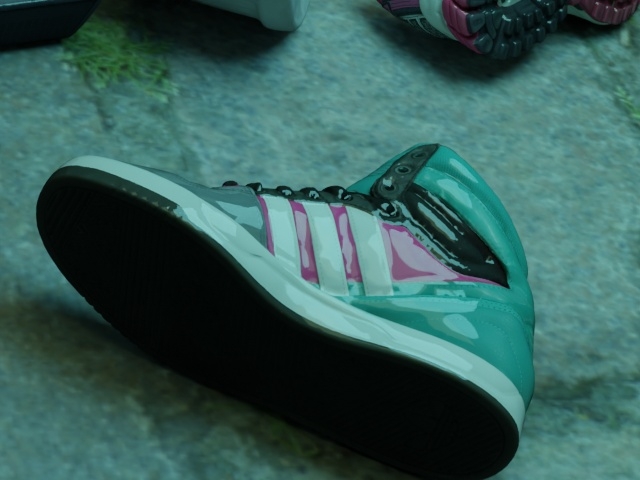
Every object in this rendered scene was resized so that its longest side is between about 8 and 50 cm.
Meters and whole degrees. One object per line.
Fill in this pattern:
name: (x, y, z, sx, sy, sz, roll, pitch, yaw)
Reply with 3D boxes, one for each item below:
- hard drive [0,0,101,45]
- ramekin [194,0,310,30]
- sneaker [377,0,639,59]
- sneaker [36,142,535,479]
hard drive: (-0.277, -0.213, 1.328, 0.172, 0.054, 0.255, -13, 48, -36)
ramekin: (-0.062, -0.286, 1.354, 0.127, 0.273, 0.273, 7, 37, 5)
sneaker: (0.163, -0.224, 1.489, 0.112, 0.121, 0.299, 21, 27, 35)
sneaker: (0.000, 0.000, 1.118, 0.295, 0.124, 0.178, 29, 42, 0)
